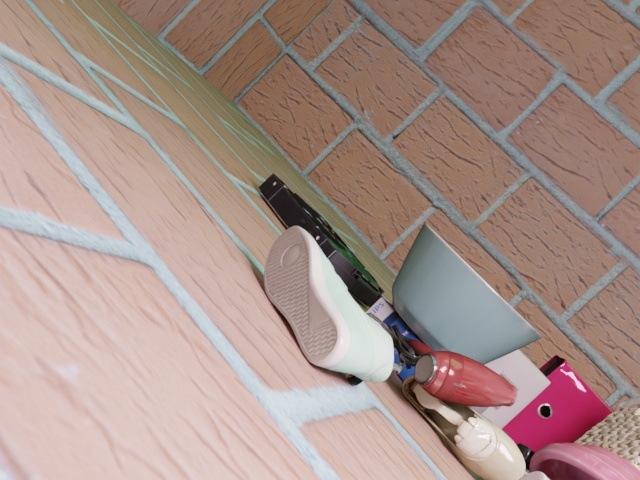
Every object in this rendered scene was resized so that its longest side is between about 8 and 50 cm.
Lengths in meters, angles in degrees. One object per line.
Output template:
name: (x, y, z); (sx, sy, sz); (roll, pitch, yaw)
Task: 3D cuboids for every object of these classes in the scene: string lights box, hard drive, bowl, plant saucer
string lights box: (0.191, 0.237, 1.453); (0.259, 0.077, 0.133); (50, 8, 37)
hard drive: (0.000, 0.000, 1.817); (0.237, 0.064, 0.339); (40, 7, -46)
bowl: (0.257, 0.128, 1.471); (0.311, 0.163, 0.311); (45, 6, -6)
plant saucer: (0.520, 0.488, 1.341); (0.332, 0.084, 0.332); (48, -21, 25)

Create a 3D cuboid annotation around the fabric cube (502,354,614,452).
fabric cube: (0.621, 0.482, 1.975); (0.258, 0.254, 0.259); (49, 5, 12)

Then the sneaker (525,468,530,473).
sneaker: (0.369, 0.442, 1.473); (0.067, 0.042, 0.118); (50, 9, 12)

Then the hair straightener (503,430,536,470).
hair straightener: (0.413, 0.441, 1.646); (0.089, 0.047, 0.230); (34, 0, -1)

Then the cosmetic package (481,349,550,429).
cosmetic package: (0.378, 0.298, 1.796); (0.155, 0.197, 0.365); (45, 4, -5)

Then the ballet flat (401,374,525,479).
ballet flat: (0.224, 0.300, 1.241); (0.248, 0.086, 0.086); (39, 0, 41)

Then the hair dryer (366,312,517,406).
hair dryer: (0.194, 0.194, 1.269); (0.294, 0.080, 0.224); (29, 14, 12)

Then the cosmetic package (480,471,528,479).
cosmetic package: (0.366, 0.451, 1.282); (0.239, 0.060, 0.099); (42, 3, -36)

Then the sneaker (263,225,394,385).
sneaker: (0.014, 0.095, 1.062); (0.151, 0.094, 0.255); (33, 22, -41)

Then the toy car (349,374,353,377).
toy car: (0.051, 0.166, 1.121); (0.060, 0.040, 0.122); (41, 7, -42)

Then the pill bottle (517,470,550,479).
pill bottle: (0.359, 0.433, 1.076); (0.215, 0.117, 0.117); (46, 6, -2)

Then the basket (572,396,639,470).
basket: (0.687, 0.496, 1.484); (0.331, 0.267, 0.328); (62, -20, 7)
